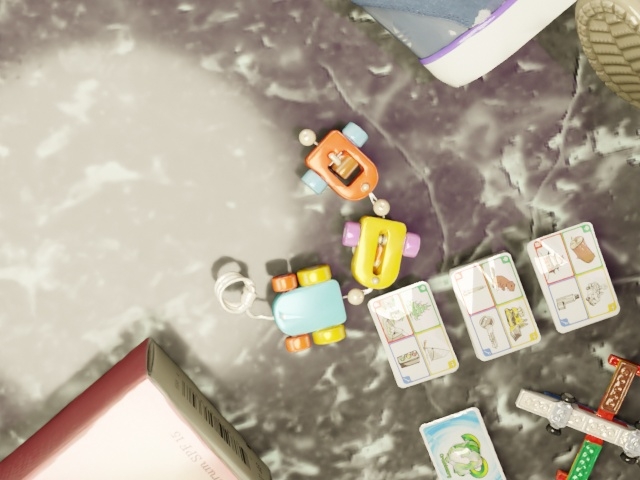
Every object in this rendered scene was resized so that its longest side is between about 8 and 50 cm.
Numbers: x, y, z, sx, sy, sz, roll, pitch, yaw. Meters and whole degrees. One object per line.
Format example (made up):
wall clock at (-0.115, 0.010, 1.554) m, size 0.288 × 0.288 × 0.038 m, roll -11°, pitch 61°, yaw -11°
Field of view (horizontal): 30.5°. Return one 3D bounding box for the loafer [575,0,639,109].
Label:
loafer at (0.298, -0.124, 0.871) m, size 0.268 × 0.102 × 0.092 m, roll 35°, pitch 81°, yaw -25°

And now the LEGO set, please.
LEGO set at (0.165, 0.123, 0.927) m, size 0.182 × 0.060 × 0.244 m, roll -21°, pitch 99°, yaw 9°

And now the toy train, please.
toy train at (0.000, 0.000, 0.879) m, size 0.125 × 0.046 × 0.166 m, roll 37°, pitch 89°, yaw -9°

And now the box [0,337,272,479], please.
box at (-0.163, 0.207, 0.845) m, size 0.232 × 0.127 × 0.148 m, roll -41°, pitch 101°, yaw 0°

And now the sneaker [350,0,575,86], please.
sneaker at (0.128, -0.289, 0.809) m, size 0.323 × 0.130 × 0.236 m, roll -42°, pitch 105°, yaw 6°
